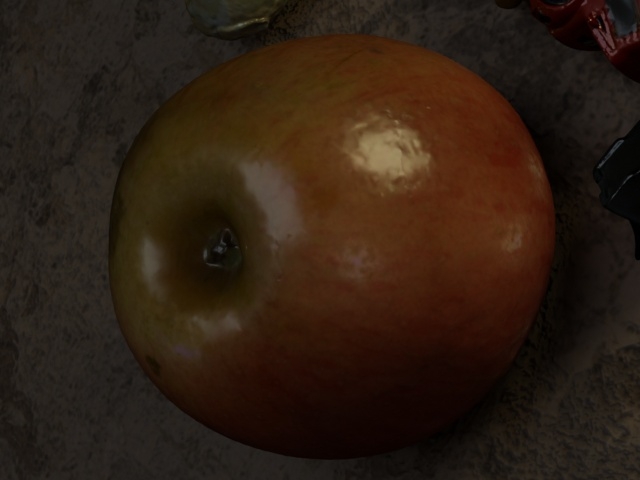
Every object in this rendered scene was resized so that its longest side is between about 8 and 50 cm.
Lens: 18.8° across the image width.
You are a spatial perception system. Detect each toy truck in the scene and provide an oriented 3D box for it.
[{"bbox_3d":[0.295,-0.203,1.549,0.253,0.107,0.114,-24,68,33],"label":"toy truck"}]

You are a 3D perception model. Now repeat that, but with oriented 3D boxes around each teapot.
[{"bbox_3d":[0.292,-0.061,1.530,0.177,0.096,0.087,-53,12,19],"label":"teapot"}]

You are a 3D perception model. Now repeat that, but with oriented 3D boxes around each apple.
[{"bbox_3d":[0.000,0.000,1.605,0.364,0.364,0.364,-12,70,38],"label":"apple"}]

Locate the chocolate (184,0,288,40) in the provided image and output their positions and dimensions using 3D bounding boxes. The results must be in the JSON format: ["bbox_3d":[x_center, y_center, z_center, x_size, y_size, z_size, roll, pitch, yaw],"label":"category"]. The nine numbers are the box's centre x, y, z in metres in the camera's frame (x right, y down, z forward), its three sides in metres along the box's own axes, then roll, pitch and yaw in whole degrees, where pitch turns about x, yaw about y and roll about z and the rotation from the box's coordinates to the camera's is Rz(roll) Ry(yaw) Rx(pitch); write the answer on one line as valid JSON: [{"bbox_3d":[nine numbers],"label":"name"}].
[{"bbox_3d":[-0.062,-0.347,1.886,0.134,0.134,0.309,9,84,42],"label":"chocolate"}]

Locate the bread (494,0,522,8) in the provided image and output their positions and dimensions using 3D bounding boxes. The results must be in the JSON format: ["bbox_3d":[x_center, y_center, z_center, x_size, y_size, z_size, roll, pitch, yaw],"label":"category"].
[{"bbox_3d":[0.224,-0.285,1.649,0.225,0.081,0.134,-21,54,34],"label":"bread"}]
